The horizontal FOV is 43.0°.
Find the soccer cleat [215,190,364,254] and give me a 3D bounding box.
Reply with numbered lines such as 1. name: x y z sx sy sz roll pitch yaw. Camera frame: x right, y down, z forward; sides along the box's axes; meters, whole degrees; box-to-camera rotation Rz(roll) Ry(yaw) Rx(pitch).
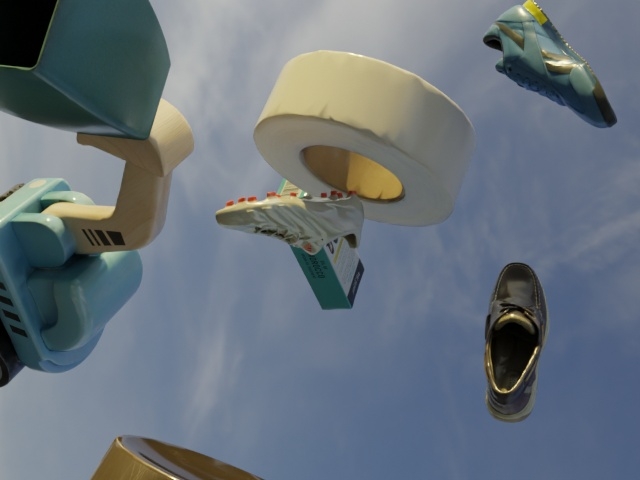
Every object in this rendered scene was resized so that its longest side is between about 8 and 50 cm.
1. soccer cleat: -0.030 -0.019 0.973 0.068 0.196 0.076 -7 -93 60

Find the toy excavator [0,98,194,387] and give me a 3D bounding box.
1. toy excavator: -0.347 0.004 1.180 0.445 0.222 0.433 1 -59 23

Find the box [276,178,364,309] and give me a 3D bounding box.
1. box: 0.000 0.000 1.374 0.060 0.101 0.244 -5 -49 25

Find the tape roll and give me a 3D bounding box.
1. tape roll: 0.058 -0.126 1.081 0.286 0.286 0.100 -7 -124 58

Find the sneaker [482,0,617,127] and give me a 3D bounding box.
1. sneaker: 0.257 -0.188 0.928 0.082 0.069 0.209 -34 -126 11

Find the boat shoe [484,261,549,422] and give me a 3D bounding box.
1. boat shoe: 0.315 0.147 1.312 0.092 0.102 0.285 75 27 -53

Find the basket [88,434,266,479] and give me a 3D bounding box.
1. basket: -0.092 0.233 0.424 0.154 0.204 0.227 142 -29 -80

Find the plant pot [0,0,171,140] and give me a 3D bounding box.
1. plant pot: -0.270 -0.205 0.865 0.165 0.234 0.166 8 -103 21
